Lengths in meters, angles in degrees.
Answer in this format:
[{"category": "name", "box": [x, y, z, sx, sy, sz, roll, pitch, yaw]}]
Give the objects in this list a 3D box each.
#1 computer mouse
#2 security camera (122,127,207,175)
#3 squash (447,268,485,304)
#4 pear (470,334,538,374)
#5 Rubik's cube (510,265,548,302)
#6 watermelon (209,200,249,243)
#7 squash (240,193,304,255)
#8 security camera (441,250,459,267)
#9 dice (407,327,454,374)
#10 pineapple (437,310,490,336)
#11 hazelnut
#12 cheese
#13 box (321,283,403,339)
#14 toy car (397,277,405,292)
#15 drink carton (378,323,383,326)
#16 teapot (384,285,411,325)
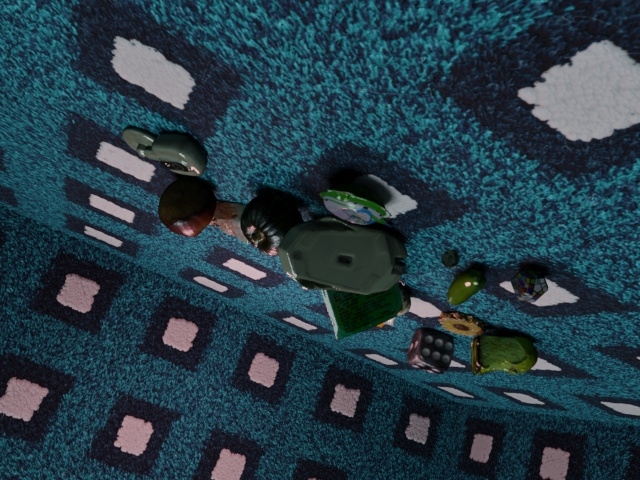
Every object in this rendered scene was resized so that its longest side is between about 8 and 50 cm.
[{"category": "computer mouse", "box": [0.064, 0.042, 1.620, 0.428, 0.228, 0.145, 11, -171, -23]}, {"category": "security camera", "box": [-0.482, -0.265, 1.590, 0.301, 0.080, 0.157, 12, 159, 27]}, {"category": "squash", "box": [0.483, 0.153, 1.759, 0.082, 0.082, 0.292, 18, 161, 5]}, {"category": "pear", "box": [0.766, 0.486, 2.212, 0.255, 0.164, 0.238, 1, 163, 7]}, {"category": "Rubik's cube", "box": [0.618, 0.129, 1.557, 0.111, 0.111, 0.093, 24, -173, -12]}, {"category": "watermelon", "box": [-0.348, -0.088, 1.925, 0.241, 0.094, 0.154, 15, 152, 20]}, {"category": "squash", "box": [-0.157, -0.050, 1.693, 0.218, 0.172, 0.218, 30, 165, 9]}, {"category": "security camera", "box": [0.411, 0.069, 1.665, 0.058, 0.058, 0.092, 12, 167, 20]}, {"category": "dice", "box": [0.535, 0.540, 2.564, 0.182, 0.182, 0.183, 18, 159, -1]}, {"category": "pineapple", "box": [0.602, 0.355, 2.221, 0.221, 0.047, 0.221, 16, 159, 7]}, {"category": "hazelnut", "box": [-0.449, -0.107, 1.810, 0.208, 0.208, 0.208, 17, 160, 7]}, {"category": "cheese", "box": [0.113, -0.086, 1.483, 0.203, 0.083, 0.320, 13, 170, 28]}, {"category": "box", "box": [0.125, 0.156, 1.820, 0.106, 0.264, 0.337, -124, 15, -59]}, {"category": "toy car", "box": [0.244, 0.113, 1.903, 0.126, 0.098, 0.162, 26, 140, 35]}, {"category": "drink carton", "box": [0.275, 0.338, 2.445, 0.096, 0.071, 0.223, 20, 159, 1]}, {"category": "teapot", "box": [0.257, 0.243, 2.118, 0.204, 0.139, 0.298, 9, 158, 31]}]
